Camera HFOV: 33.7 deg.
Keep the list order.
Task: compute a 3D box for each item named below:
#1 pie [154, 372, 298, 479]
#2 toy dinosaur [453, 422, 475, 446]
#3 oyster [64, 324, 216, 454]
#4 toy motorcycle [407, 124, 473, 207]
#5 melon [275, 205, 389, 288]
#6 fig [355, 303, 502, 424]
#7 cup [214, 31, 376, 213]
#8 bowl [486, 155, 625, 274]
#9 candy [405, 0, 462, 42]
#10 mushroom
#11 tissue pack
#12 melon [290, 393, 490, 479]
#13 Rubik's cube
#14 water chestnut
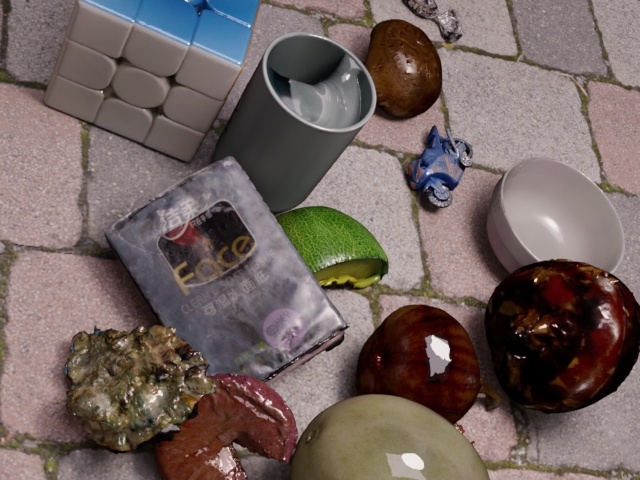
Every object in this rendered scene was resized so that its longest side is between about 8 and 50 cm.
[{"bbox_3d":[-0.147,0.305,1.579,0.204,0.054,0.219,26,93,2],"label":"pie"},{"bbox_3d":[0.235,0.376,1.807,0.055,0.049,0.154,22,47,-17],"label":"toy dinosaur"},{"bbox_3d":[-0.281,0.206,1.566,0.198,0.092,0.259,-43,41,-17],"label":"oyster"},{"bbox_3d":[0.239,-0.150,2.140,0.114,0.076,0.205,28,50,0],"label":"toy motorcycle"},{"bbox_3d":[0.000,0.000,1.882,0.265,0.129,0.169,-12,63,-32],"label":"melon"},{"bbox_3d":[0.212,0.234,1.823,0.320,0.217,0.217,20,49,-44],"label":"fig"},{"bbox_3d":[-0.060,-0.190,1.849,0.205,0.312,0.206,14,54,-20],"label":"cup"},{"bbox_3d":[0.448,-0.013,2.109,0.286,0.144,0.287,13,55,-20],"label":"bowl"},{"bbox_3d":[0.234,-0.535,2.396,0.226,0.051,0.094,39,53,0],"label":"candy"},{"bbox_3d":[0.180,-0.364,2.200,0.194,0.138,0.231,16,54,-18],"label":"mushroom"},{"bbox_3d":[-0.155,0.072,1.720,0.259,0.122,0.361,-30,77,-13],"label":"tissue pack"},{"bbox_3d":[0.116,0.382,1.598,0.330,0.268,0.268,37,50,-14],"label":"melon"},{"bbox_3d":[-0.284,-0.370,1.863,0.290,0.291,0.292,21,52,-14],"label":"Rubik's cube"},{"bbox_3d":[0.412,0.164,1.877,0.300,0.300,0.300,13,55,-20],"label":"water chestnut"}]
